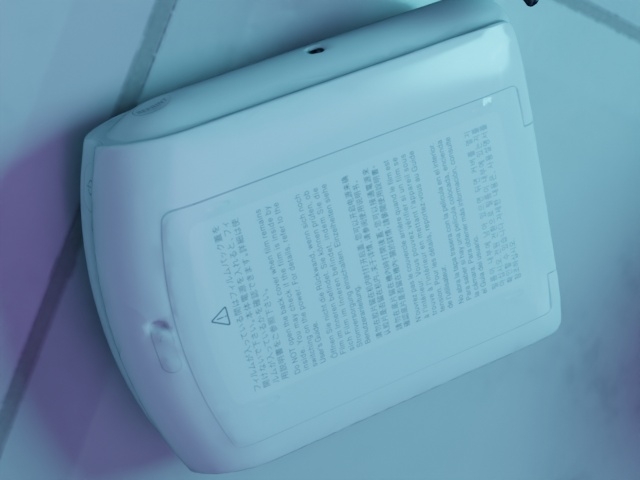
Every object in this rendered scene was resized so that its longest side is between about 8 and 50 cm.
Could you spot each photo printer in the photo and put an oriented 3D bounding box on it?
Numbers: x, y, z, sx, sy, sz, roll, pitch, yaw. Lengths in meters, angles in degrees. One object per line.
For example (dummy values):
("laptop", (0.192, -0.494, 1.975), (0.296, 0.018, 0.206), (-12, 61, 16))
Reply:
("photo printer", (0.000, 0.000, 0.916), (0.308, 0.107, 0.256), (-22, 114, -20))

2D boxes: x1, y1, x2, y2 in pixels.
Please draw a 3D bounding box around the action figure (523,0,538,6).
("action figure", (0.056, -0.269, 0.854), (0.276, 0.141, 0.164), (40, 93, -5))
